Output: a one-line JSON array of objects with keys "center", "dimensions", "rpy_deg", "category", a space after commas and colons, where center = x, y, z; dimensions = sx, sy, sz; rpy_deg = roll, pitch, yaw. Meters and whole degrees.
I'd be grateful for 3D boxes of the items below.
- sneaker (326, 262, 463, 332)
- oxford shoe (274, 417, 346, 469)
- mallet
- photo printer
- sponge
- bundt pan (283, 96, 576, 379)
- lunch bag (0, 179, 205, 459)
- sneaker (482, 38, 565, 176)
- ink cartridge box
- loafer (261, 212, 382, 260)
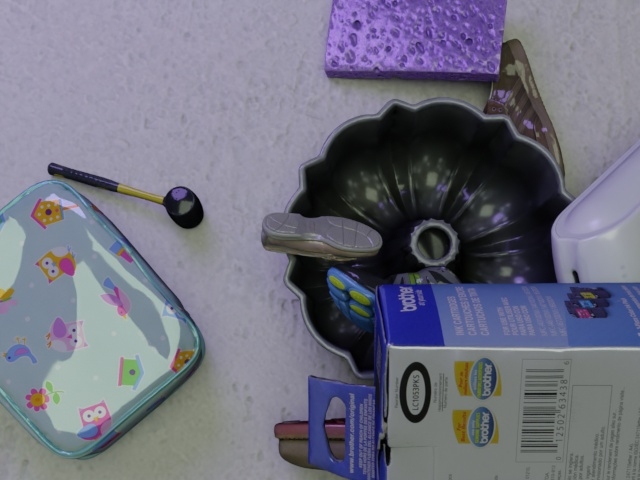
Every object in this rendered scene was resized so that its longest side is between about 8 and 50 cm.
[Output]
[{"center": [0.097, 0.060, 1.050], "dimensions": [0.188, 0.067, 0.078], "rpy_deg": [14, 57, 2], "category": "sneaker"}, {"center": [0.114, 0.269, 1.099], "dimensions": [0.348, 0.123, 0.130], "rpy_deg": [12, 84, 1], "category": "oxford shoe"}, {"center": [-0.224, -0.056, 1.196], "dimensions": [0.190, 0.062, 0.039], "rpy_deg": [15, 77, 16], "category": "mallet"}, {"center": [0.379, 0.017, 1.086], "dimensions": [0.307, 0.107, 0.256], "rpy_deg": [-39, 114, -25], "category": "photo printer"}, {"center": [0.114, -0.250, 1.223], "dimensions": [0.210, 0.031, 0.117], "rpy_deg": [4, 77, 12], "category": "sponge"}, {"center": [0.120, 0.014, 1.147], "dimensions": [0.331, 0.124, 0.330], "rpy_deg": [0, 79, -2], "category": "bundt pan"}, {"center": [-0.283, 0.088, 1.123], "dimensions": [0.224, 0.108, 0.279], "rpy_deg": [-42, 82, -7], "category": "lunch bag"}, {"center": [0.234, -0.144, 1.224], "dimensions": [0.071, 0.066, 0.188], "rpy_deg": [-19, 74, 11], "category": "sneaker"}, {"center": [0.186, 0.183, 0.949], "dimensions": [0.396, 0.151, 0.269], "rpy_deg": [-1, 109, 0], "category": "ink cartridge box"}, {"center": [0.000, 0.000, 1.068], "dimensions": [0.125, 0.039, 0.045], "rpy_deg": [10, 45, -3], "category": "loafer"}]
